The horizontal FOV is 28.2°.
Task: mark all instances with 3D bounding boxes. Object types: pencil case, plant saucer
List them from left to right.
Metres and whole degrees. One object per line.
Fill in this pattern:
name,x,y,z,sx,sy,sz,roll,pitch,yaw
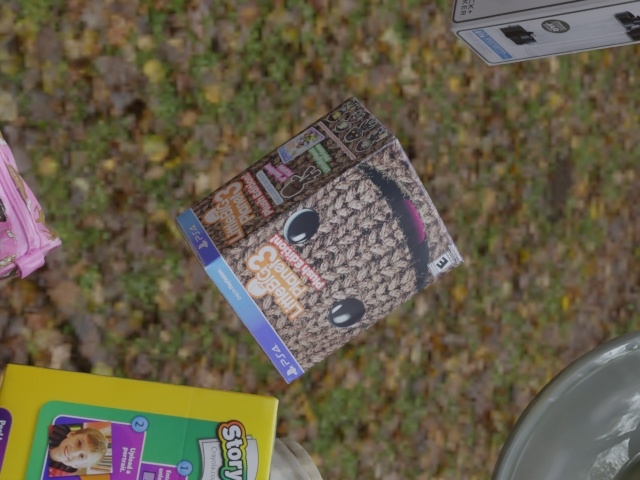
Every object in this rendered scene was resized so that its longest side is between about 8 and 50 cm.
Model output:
pencil case,-0.493,-0.121,1.740,0.167,0.160,0.386,-133,-161,-87
plant saucer,0.372,0.288,1.311,0.100,0.400,0.400,-133,-147,-71

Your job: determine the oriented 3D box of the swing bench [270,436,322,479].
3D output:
swing bench,-0.156,0.399,1.854,0.253,0.165,0.255,-7,143,-27

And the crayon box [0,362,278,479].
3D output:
crayon box,-0.221,0.336,1.398,0.106,0.313,0.363,103,-5,-64

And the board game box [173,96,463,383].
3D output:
board game box,0.000,0.000,1.678,0.291,0.141,0.232,-35,125,-2

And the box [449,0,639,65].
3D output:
box,0.280,-0.278,1.244,0.087,0.290,0.169,32,61,-47
